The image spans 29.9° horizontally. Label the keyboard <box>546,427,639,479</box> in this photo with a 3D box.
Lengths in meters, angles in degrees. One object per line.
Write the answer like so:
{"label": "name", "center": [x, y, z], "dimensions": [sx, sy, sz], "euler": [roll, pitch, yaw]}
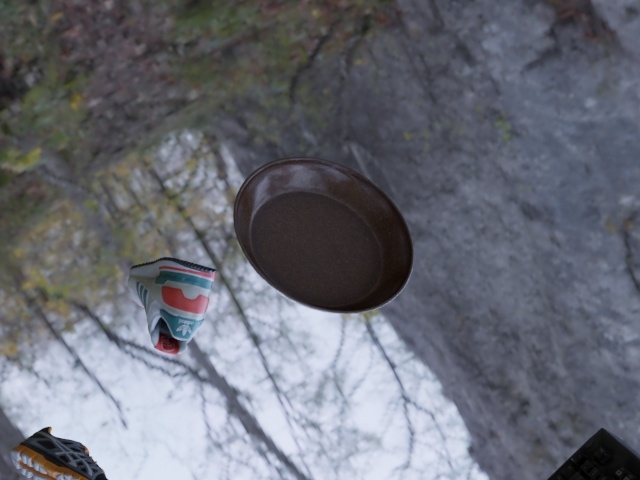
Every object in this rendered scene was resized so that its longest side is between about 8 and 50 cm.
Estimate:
{"label": "keyboard", "center": [0.276, 0.219, 0.876], "dimensions": [0.201, 0.033, 0.317], "euler": [-39, -156, -2]}

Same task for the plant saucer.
{"label": "plant saucer", "center": [0.000, 0.000, 1.248], "dimensions": [0.198, 0.199, 0.036], "euler": [-45, 171, -40]}

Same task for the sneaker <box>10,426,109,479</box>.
{"label": "sneaker", "center": [-0.403, 0.375, 1.975], "dimensions": [0.215, 0.084, 0.083], "euler": [28, -134, 12]}

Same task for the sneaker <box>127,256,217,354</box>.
{"label": "sneaker", "center": [-0.138, 0.062, 1.048], "dimensions": [0.161, 0.057, 0.075], "euler": [-19, -122, 65]}
